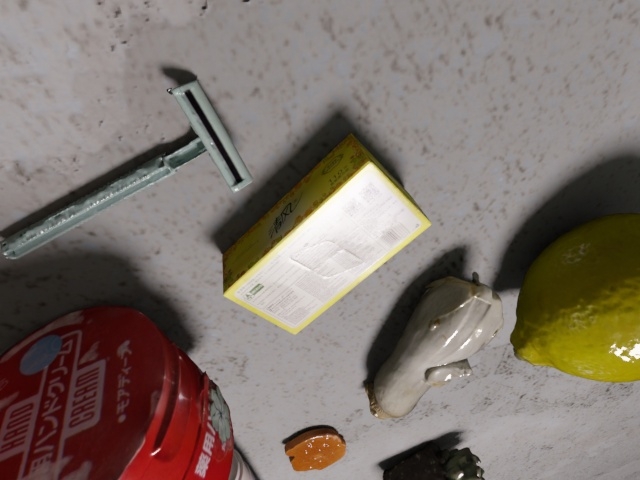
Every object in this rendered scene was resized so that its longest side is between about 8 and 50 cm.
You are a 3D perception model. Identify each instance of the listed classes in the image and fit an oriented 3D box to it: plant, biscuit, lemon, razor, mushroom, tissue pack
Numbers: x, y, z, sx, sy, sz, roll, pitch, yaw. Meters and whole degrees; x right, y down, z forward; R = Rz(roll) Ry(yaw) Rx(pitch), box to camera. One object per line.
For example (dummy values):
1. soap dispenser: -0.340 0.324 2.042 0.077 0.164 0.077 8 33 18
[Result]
1. plant: 0.231 0.488 0.802 0.194 0.129 0.132 -21 133 4
2. biscuit: -0.007 0.359 0.693 0.102 0.019 0.130 -21 130 -1
3. lemon: 0.333 0.067 0.464 0.248 0.184 0.184 -30 131 22
4. razor: -0.164 -0.038 0.322 0.211 0.036 0.084 -25 107 11
5. mushroom: 0.133 0.151 0.528 0.099 0.096 0.278 35 123 13
6. tissue pack: 0.000 0.000 0.379 0.176 0.062 0.095 -41 126 17

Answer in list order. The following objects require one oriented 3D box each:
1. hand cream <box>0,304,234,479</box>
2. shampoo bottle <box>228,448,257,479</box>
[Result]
1. hand cream: -0.203 0.187 0.362 0.230 0.230 0.149 -19 131 -2
2. shampoo bottle: -0.141 0.412 0.648 0.092 0.092 0.303 -15 129 -5
